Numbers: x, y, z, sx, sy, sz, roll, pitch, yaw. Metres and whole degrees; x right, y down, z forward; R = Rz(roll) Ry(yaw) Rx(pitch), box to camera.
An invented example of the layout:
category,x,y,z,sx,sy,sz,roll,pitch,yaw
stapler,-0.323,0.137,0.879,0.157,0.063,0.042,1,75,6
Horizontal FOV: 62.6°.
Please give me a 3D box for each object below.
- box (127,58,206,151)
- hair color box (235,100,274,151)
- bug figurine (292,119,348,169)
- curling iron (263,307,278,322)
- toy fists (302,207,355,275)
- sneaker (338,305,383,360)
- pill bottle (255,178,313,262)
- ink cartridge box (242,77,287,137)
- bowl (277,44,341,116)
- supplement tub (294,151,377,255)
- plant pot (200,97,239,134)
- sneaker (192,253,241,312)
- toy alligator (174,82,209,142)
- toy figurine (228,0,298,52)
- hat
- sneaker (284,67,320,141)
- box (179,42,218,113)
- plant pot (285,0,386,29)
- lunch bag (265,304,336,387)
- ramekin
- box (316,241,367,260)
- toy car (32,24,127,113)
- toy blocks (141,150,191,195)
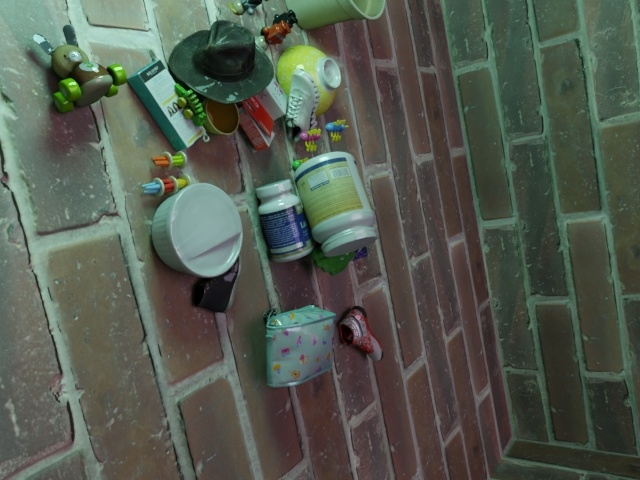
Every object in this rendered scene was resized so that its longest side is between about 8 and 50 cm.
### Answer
category,x,y,z,sx,sy,sz,roll,pitch,yaw
box,-0.445,-0.391,1.537,0.244,0.060,0.100,60,43,-28
hair color box,-0.230,-0.402,1.805,0.167,0.054,0.093,59,26,-30
bug figurine,-0.004,-0.348,2.023,0.216,0.072,0.278,-10,131,-39
curling iron,-0.114,0.330,1.884,0.274,0.035,0.068,51,49,-35
toy fists,0.000,0.000,1.969,0.142,0.096,0.279,-36,94,-7
sneaker,0.162,0.420,2.186,0.145,0.090,0.269,-39,112,-46
pill bottle,-0.129,-0.070,1.825,0.153,0.153,0.264,-32,110,-49
ink cartridge box,-0.216,-0.522,1.790,0.275,0.060,0.238,50,26,-36
bowl,-0.015,-0.630,2.046,0.290,0.156,0.289,10,77,-52
supplement tub,0.056,-0.122,1.821,0.228,0.228,0.316,-1,69,-52
plant pot,-0.336,-0.389,1.650,0.134,0.095,0.134,9,78,-51
sneaker,-0.316,0.107,1.617,0.118,0.083,0.221,21,70,-48
toy alligator,-0.364,-0.378,1.548,0.056,0.051,0.189,-53,126,-42
toy figurine,-0.199,-0.777,1.816,0.209,0.148,0.213,51,30,-27
hat,-0.283,-0.570,1.583,0.332,0.134,0.331,10,56,-15
sneaker,-0.075,-0.484,1.921,0.118,0.110,0.292,-43,151,-30
box,-0.352,-0.512,1.706,0.201,0.021,0.164,41,55,-41
plant pot,0.039,-0.974,2.039,0.334,0.306,0.333,10,77,-51
lunch bag,-0.085,0.358,1.784,0.262,0.160,0.223,-10,107,-44
ramekin,-0.366,-0.024,1.536,0.273,0.127,0.272,11,76,-51
box,0.085,0.010,2.125,0.207,0.108,0.153,-13,95,-52
toy car,-0.604,-0.435,1.291,0.155,0.149,0.188,-37,103,-37
toy blocks,-0.451,-0.192,1.510,0.148,0.054,0.123,-19,101,-51
